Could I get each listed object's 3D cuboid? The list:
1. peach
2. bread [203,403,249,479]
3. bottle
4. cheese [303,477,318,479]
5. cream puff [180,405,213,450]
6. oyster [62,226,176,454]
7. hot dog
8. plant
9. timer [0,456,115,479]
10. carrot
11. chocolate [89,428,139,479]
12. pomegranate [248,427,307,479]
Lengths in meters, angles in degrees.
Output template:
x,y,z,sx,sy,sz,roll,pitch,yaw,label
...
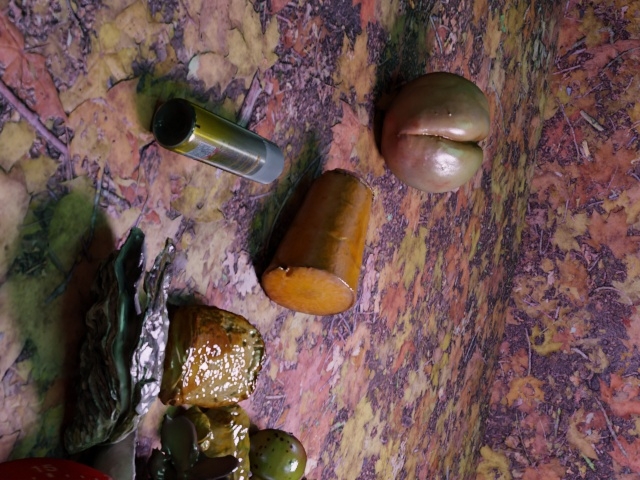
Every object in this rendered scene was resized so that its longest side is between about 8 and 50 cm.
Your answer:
x,y,z,sx,sy,sz,roll,pitch,yaw,label
0.269,-0.256,2.007,0.292,0.247,0.292,-19,127,-28,peach
-0.178,0.423,1.576,0.087,0.098,0.269,-116,-154,-68,bread
-0.158,-0.157,1.388,0.286,0.082,0.082,17,85,-63,bottle
-0.041,0.687,1.983,0.127,0.054,0.251,-28,125,-52,cheese
-0.223,0.330,1.469,0.058,0.083,0.083,6,73,-26,cream puff
-0.286,0.158,1.214,0.162,0.158,0.351,0,112,-65,oyster
-0.202,0.196,1.418,0.259,0.114,0.175,22,85,-61,hot dog
-0.211,0.440,1.379,0.204,0.178,0.234,-109,-149,-55,plant
-0.346,0.456,0.997,0.378,0.279,0.378,-12,110,-35,timer
0.000,0.000,1.696,0.196,0.196,0.254,62,35,-51,carrot
-0.322,0.439,1.263,0.185,0.100,0.303,-137,-124,-79,chocolate
-0.097,0.458,1.705,0.129,0.129,0.159,18,92,-63,pomegranate
